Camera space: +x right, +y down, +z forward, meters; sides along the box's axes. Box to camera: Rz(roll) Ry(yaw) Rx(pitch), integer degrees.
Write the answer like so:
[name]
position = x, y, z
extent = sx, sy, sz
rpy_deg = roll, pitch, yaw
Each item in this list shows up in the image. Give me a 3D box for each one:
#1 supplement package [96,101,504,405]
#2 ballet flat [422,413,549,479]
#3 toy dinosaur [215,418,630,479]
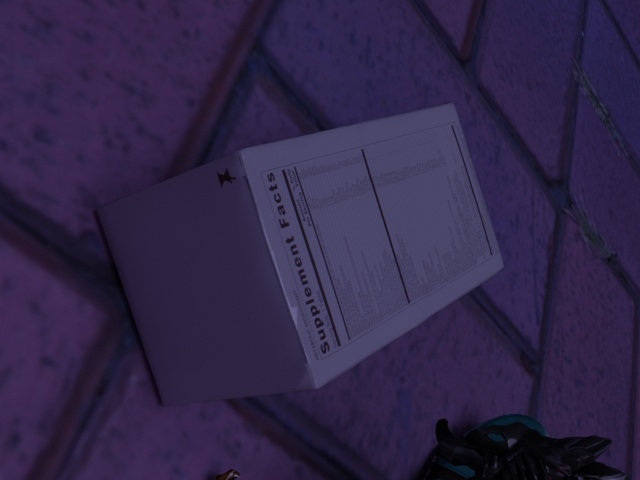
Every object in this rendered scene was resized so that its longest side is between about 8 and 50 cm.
[supplement package]
position = 0.000, 0.000, 0.528
extent = 0.244, 0.133, 0.139
rpy_deg = -21, 94, -51
[ballet flat]
position = 0.118, 0.230, 0.651
extent = 0.241, 0.091, 0.077
rpy_deg = -26, 128, -46
[toy dinosaur]
position = 0.084, 0.216, 0.439
extent = 0.322, 0.164, 0.218
rpy_deg = 42, 39, 5
